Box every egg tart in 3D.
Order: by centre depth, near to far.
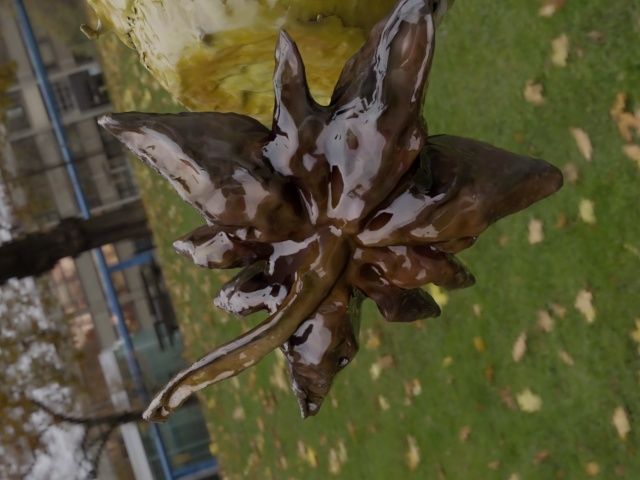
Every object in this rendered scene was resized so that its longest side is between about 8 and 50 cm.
[{"bbox_3d":[-0.054,-0.228,1.145,0.388,0.387,0.169,88,-178,-71],"label":"egg tart"}]

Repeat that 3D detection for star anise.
[{"bbox_3d":[-0.001,-0.002,0.790,0.109,0.349,0.292,-90,-19,-70],"label":"star anise"}]
